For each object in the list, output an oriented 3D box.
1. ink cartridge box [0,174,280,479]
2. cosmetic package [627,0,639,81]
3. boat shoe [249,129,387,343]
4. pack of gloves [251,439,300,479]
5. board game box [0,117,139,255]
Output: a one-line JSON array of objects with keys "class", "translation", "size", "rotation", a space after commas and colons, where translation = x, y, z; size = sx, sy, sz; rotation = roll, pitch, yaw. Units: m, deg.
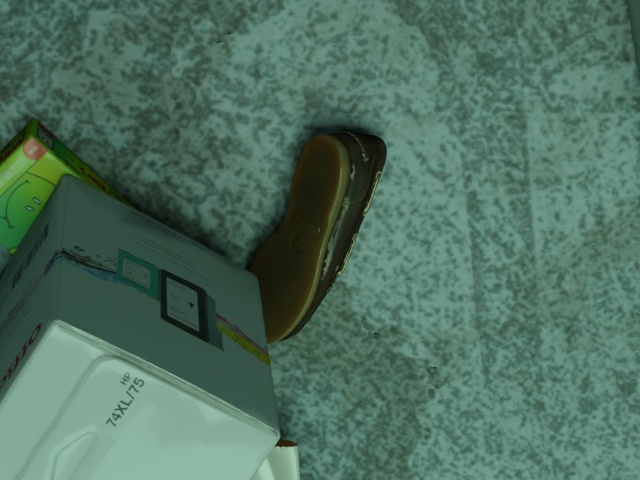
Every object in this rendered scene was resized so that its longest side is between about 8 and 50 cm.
[{"class": "ink cartridge box", "translation": [-0.171, 0.118, 1.512], "size": [0.197, 0.270, 0.198], "rotation": [29, 109, -17]}, {"class": "cosmetic package", "translation": [0.351, -0.132, 1.567], "size": [0.151, 0.151, 0.183], "rotation": [-13, 115, -1]}, {"class": "boat shoe", "translation": [0.000, 0.000, 1.635], "size": [0.073, 0.073, 0.207], "rotation": [-7, 131, -48]}, {"class": "pack of gloves", "translation": [-0.106, 0.276, 1.774], "size": [0.195, 0.046, 0.232], "rotation": [1, 117, 10]}, {"class": "board game box", "translation": [-0.210, -0.008, 1.623], "size": [0.092, 0.043, 0.181], "rotation": [-43, 112, 13]}]
